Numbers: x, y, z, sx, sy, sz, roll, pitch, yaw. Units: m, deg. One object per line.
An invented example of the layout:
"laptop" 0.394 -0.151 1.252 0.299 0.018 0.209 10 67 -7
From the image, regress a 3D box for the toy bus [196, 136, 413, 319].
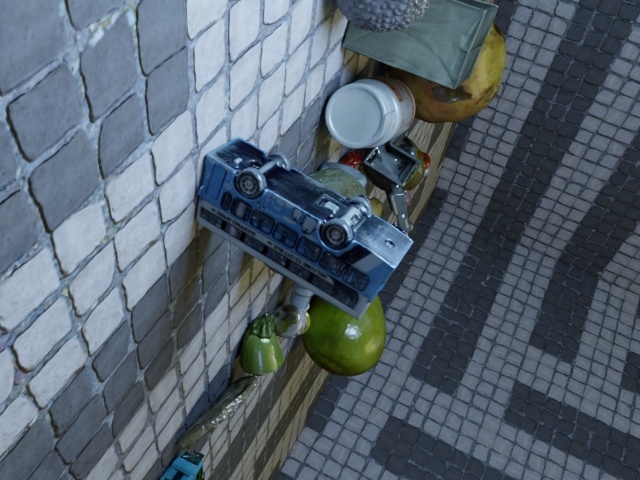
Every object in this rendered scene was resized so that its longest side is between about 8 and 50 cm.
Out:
"toy bus" -0.028 -0.022 0.929 0.106 0.297 0.131 -46 164 -55

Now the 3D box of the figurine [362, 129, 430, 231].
"figurine" 0.194 -0.205 1.694 0.285 0.167 0.342 49 55 -72

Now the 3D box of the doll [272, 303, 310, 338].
"doll" -0.073 0.206 1.665 0.129 0.081 0.207 -46 169 0

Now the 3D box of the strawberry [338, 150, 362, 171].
"strawberry" 0.056 -0.157 1.585 0.152 0.048 0.103 -50 166 -39

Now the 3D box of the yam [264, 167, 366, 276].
"yam" -0.018 -0.037 1.257 0.268 0.161 0.161 -42 154 -62

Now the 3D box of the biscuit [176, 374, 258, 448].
"biscuit" -0.198 0.348 1.401 0.133 0.032 0.250 -34 -177 28

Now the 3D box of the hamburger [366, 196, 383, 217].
"hamburger" 0.064 0.013 1.724 0.283 0.145 0.259 91 21 -51

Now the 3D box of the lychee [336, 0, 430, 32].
"lychee" 0.095 -0.413 1.041 0.165 0.197 0.165 -21 135 -23

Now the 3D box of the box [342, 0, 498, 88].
"box" 0.184 -0.396 1.225 0.149 0.232 0.155 -44 156 -59

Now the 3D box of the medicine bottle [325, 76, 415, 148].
"medicine bottle" 0.107 -0.265 1.366 0.252 0.145 0.144 -41 153 -63

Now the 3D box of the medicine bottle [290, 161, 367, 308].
"medicine bottle" 0.000 0.000 1.501 0.110 0.110 0.351 -40 152 -63

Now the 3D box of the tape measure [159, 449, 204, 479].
"tape measure" -0.293 0.520 1.354 0.146 0.081 0.125 -49 157 -50

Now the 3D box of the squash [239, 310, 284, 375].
"squash" -0.135 0.215 1.450 0.105 0.105 0.132 -48 142 -53

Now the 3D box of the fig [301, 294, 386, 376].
"fig" 0.078 0.246 1.984 0.258 0.258 0.326 96 7 -56

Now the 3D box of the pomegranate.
"pomegranate" 0.283 -0.410 1.516 0.281 0.281 0.281 -60 166 -24
